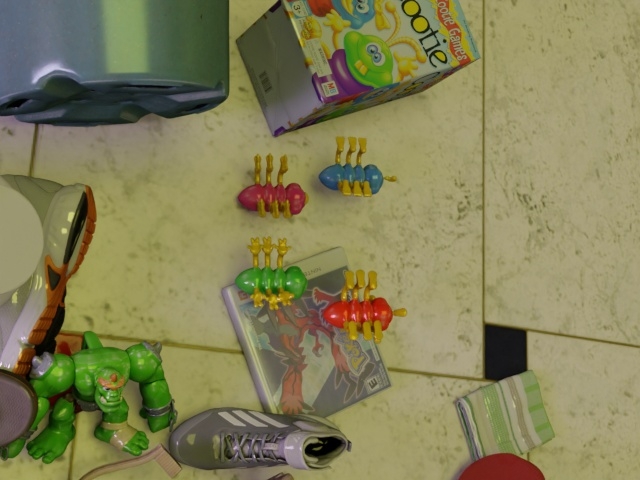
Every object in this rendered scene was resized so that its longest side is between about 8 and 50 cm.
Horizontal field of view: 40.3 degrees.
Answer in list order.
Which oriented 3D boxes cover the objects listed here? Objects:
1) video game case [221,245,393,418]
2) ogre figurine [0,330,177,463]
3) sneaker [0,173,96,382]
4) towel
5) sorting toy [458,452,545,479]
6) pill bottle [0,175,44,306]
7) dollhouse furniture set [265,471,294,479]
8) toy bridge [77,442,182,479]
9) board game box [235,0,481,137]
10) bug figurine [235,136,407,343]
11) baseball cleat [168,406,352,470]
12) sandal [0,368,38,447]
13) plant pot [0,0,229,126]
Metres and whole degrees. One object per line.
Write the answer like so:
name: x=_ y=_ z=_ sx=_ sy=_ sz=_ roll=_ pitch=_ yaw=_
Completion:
video game case: x=-0.013 y=0.127 z=1.121 sx=0.183 sy=0.023 sz=0.201 roll=-19 pitch=89 yaw=-32
ogre figurine: x=-0.243 y=0.167 z=0.929 sx=0.197 sy=0.097 sz=0.118 roll=5 pitch=111 yaw=-17
sneaker: x=-0.333 y=0.053 z=0.926 sx=0.121 sy=0.099 sz=0.262 roll=17 pitch=78 yaw=2
towel: x=0.270 y=0.258 z=1.255 sx=0.152 sy=0.023 sz=0.113 roll=-15 pitch=87 yaw=-32
sorting toy: x=0.178 y=0.451 z=1.128 sx=0.365 sy=0.127 sz=0.126 roll=-46 pitch=130 yaw=-26
pill bottle: x=-0.362 y=0.002 z=0.791 sx=0.146 sy=0.264 sz=0.146 roll=3 pitch=86 yaw=-50
dollhouse furniture set: x=-0.042 y=0.440 z=0.892 sx=0.286 sy=0.198 sz=0.303 roll=-34 pitch=84 yaw=-31
toy bridge: x=-0.238 y=0.280 z=0.917 sx=0.188 sy=0.026 sz=0.063 roll=-40 pitch=100 yaw=-9
board game box: x=0.054 y=-0.258 z=1.178 sx=0.275 sy=0.142 sz=0.144 roll=-22 pitch=90 yaw=-32
bug figurine: x=0.000 y=0.000 z=1.108 sx=0.216 sy=0.072 sz=0.279 roll=6 pitch=66 yaw=-15
baseball cleat: x=-0.066 y=0.228 z=0.998 sx=0.206 sy=0.109 sz=0.072 roll=-2 pitch=88 yaw=-19
sandal: x=-0.385 y=0.160 z=0.832 sx=0.219 sy=0.060 sz=0.090 roll=12 pitch=103 yaw=-9
plant pot: x=-0.235 y=-0.306 z=0.932 sx=0.341 sy=0.341 sz=0.334 roll=-6 pitch=89 yaw=-31
